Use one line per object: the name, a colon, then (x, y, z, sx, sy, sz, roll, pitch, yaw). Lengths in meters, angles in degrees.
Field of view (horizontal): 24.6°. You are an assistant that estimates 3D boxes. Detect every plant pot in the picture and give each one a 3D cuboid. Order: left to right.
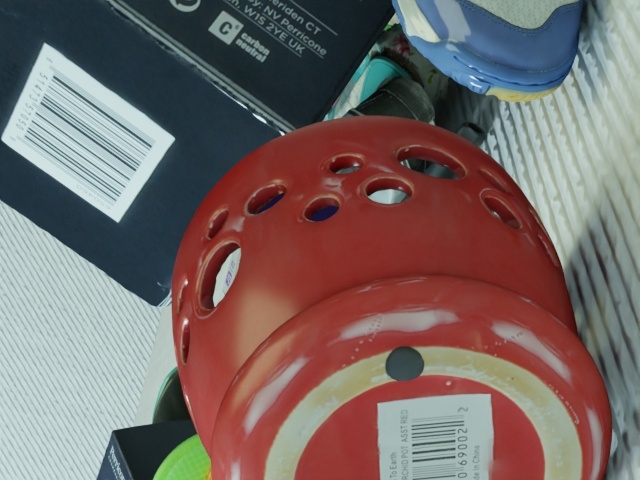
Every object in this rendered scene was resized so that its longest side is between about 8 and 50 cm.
plant pot: (0.027, 0.060, 0.665, 0.174, 0.191, 0.191, -100, 27, -63)

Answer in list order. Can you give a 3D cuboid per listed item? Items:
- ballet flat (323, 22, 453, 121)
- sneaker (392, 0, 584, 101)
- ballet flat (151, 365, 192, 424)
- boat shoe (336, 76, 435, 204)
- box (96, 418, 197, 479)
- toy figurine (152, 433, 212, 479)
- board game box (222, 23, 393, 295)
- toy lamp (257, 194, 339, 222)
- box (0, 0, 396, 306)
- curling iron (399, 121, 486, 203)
ballet flat: (0.050, -0.096, 1.146, 0.077, 0.091, 0.241, -46, -1, -30)
sneaker: (0.112, -0.214, 0.831, 0.131, 0.112, 0.296, 118, 163, -50)
ballet flat: (-0.124, 0.262, 1.498, 0.096, 0.095, 0.280, 35, 126, 44)
boat shoe: (0.053, -0.060, 1.037, 0.070, 0.078, 0.219, -47, -6, -5)
box: (-0.144, 0.290, 1.355, 0.153, 0.108, 0.207, 58, 139, 41)
toy figurine: (-0.064, 0.252, 1.107, 0.173, 0.130, 0.159, -65, 21, 15)
board game box: (-0.020, -0.071, 1.477, 0.242, 0.064, 0.316, -135, 60, -79)
toy lamp: (0.000, 0.000, 1.102, 0.275, 0.080, 0.080, 40, -115, -82)
box: (-0.055, -0.199, 1.030, 0.395, 0.212, 0.293, -58, 7, -31)
curling iron: (0.044, 0.033, 1.015, 0.035, 0.068, 0.274, -91, 24, -62)
